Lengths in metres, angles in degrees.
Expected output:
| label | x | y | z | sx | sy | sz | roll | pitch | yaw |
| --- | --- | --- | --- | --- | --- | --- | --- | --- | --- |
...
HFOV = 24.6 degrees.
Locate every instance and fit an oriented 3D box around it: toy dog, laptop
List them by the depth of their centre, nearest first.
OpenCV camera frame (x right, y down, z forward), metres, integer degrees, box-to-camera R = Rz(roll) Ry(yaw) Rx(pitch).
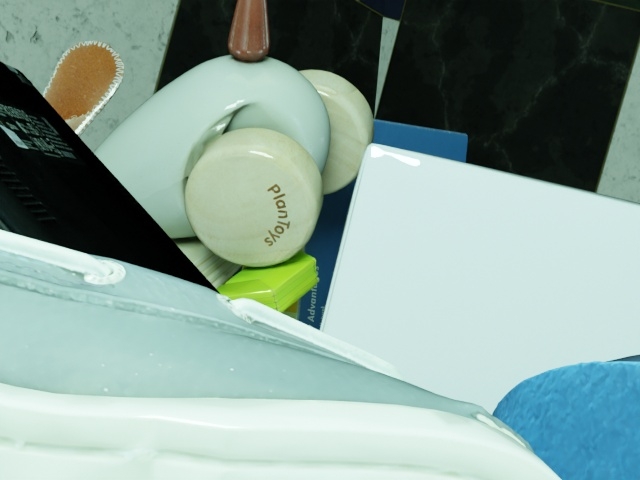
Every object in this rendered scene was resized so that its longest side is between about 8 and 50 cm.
| label | x | y | z | sx | sy | sz | roll | pitch | yaw |
| --- | --- | --- | --- | --- | --- | --- | --- | --- | --- |
| laptop | -0.205 | 0.031 | 0.600 | 0.408 | 0.236 | 0.382 | 48 | 1 | -2 |
| toy dog | -0.131 | -0.074 | 0.939 | 0.334 | 0.161 | 0.220 | -12 | 21 | -4 |

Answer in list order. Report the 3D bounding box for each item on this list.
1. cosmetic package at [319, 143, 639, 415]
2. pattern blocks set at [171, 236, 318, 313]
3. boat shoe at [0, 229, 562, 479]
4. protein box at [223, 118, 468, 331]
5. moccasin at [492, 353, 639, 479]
| label | x | y | z | sx | sy | sz | roll | pitch | yaw |
| --- | --- | --- | --- | --- | --- | --- | --- | --- | --- |
| cosmetic package | 0.118 | 0.036 | 0.839 | 0.224 | 0.138 | 0.224 | 14 | 3 | 0 |
| pattern blocks set | -0.131 | 0.022 | 0.956 | 0.285 | 0.026 | 0.325 | 8 | 27 | 39 |
| boat shoe | -0.096 | 0.049 | 0.349 | 0.319 | 0.116 | 0.099 | 13 | 11 | -14 |
| protein box | 0.000 | 0.000 | 1.174 | 0.136 | 0.200 | 0.201 | 7 | 2 | 39 |
| moccasin | 0.174 | 0.069 | 0.340 | 0.117 | 0.137 | 0.342 | 9 | 0 | -29 |
